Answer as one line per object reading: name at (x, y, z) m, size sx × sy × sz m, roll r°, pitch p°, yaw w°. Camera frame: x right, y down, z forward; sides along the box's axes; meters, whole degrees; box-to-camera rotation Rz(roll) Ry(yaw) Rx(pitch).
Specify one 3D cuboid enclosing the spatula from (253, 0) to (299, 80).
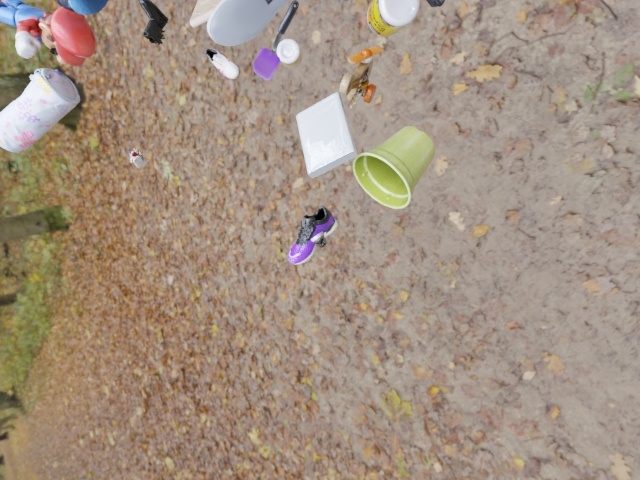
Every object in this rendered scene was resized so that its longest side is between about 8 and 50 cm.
spatula at (-0.154, -0.737, 1.559) m, size 0.296 × 0.084 × 0.030 m, roll -64°, pitch 30°, yaw 3°

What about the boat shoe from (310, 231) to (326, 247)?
boat shoe at (0.000, 0.000, 1.475) m, size 0.049 × 0.142 × 0.040 m, roll -36°, pitch 85°, yaw 2°

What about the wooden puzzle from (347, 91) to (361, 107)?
wooden puzzle at (0.130, -0.538, 1.638) m, size 0.049 × 0.006 × 0.083 m, roll -1°, pitch 58°, yaw 57°

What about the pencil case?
pencil case at (-0.823, -0.369, 1.223) m, size 0.273 × 0.124 × 0.113 m, roll -33°, pitch 71°, yaw 17°

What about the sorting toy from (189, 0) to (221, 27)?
sorting toy at (-0.386, -0.893, 1.584) m, size 0.193 × 0.038 × 0.208 m, roll -9°, pitch 62°, yaw 27°

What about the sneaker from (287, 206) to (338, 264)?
sneaker at (-0.056, -0.035, 1.848) m, size 0.102 × 0.293 × 0.146 m, roll 24°, pitch 155°, yaw 39°

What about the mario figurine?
mario figurine at (-0.758, -0.552, 1.164) m, size 0.321 × 0.198 × 0.170 m, roll 24°, pitch 162°, yaw 12°

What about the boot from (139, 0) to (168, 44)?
boot at (-0.557, -0.716, 1.403) m, size 0.045 × 0.121 × 0.099 m, roll 14°, pitch 82°, yaw 28°

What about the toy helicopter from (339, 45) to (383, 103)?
toy helicopter at (0.158, -0.688, 1.780) m, size 0.140 × 0.355 × 0.235 m, roll 27°, pitch 123°, yaw 7°

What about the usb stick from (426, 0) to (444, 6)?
usb stick at (0.210, -0.669, 0.997) m, size 0.045 × 0.278 × 0.077 m, roll 3°, pitch 64°, yaw 53°

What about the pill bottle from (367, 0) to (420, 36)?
pill bottle at (0.206, -0.677, 1.265) m, size 0.215 × 0.117 × 0.117 m, roll -113°, pitch 24°, yaw -74°

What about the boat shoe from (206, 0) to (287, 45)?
boat shoe at (-0.168, -0.607, 1.058) m, size 0.306 × 0.113 × 0.105 m, roll -47°, pitch 50°, yaw -1°

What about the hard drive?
hard drive at (0.018, -0.416, 1.676) m, size 0.203 × 0.040 × 0.307 m, roll -24°, pitch 60°, yaw 22°

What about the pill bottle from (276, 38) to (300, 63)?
pill bottle at (-0.136, -0.839, 1.933) m, size 0.184 × 0.103 × 0.103 m, roll -80°, pitch -9°, yaw -77°

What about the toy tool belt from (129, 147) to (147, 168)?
toy tool belt at (-0.629, -0.288, 1.458) m, size 0.051 × 0.052 × 0.083 m, roll 55°, pitch 167°, yaw 25°

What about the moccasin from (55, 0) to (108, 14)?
moccasin at (-0.534, -0.700, 1.038) m, size 0.117 × 0.342 × 0.137 m, roll 18°, pitch 154°, yaw 20°

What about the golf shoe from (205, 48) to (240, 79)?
golf shoe at (-0.410, -0.734, 1.780) m, size 0.186 × 0.086 × 0.067 m, roll 44°, pitch 110°, yaw 23°

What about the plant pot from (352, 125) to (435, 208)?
plant pot at (0.315, -0.312, 1.705) m, size 0.276 × 0.254 × 0.276 m, roll 38°, pitch 160°, yaw 17°
